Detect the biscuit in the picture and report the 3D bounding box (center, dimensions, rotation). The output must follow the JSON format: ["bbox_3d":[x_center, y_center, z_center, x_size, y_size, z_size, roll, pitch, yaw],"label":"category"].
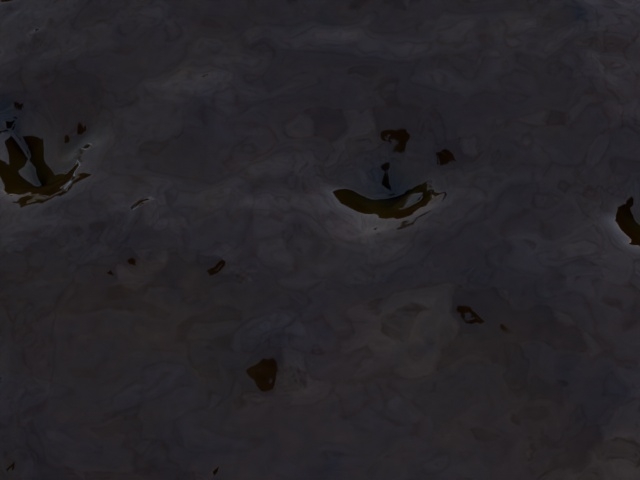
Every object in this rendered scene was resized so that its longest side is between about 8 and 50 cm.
[{"bbox_3d":[0.000,0.000,0.410,0.212,0.036,0.212,-2,-126,3],"label":"biscuit"}]
